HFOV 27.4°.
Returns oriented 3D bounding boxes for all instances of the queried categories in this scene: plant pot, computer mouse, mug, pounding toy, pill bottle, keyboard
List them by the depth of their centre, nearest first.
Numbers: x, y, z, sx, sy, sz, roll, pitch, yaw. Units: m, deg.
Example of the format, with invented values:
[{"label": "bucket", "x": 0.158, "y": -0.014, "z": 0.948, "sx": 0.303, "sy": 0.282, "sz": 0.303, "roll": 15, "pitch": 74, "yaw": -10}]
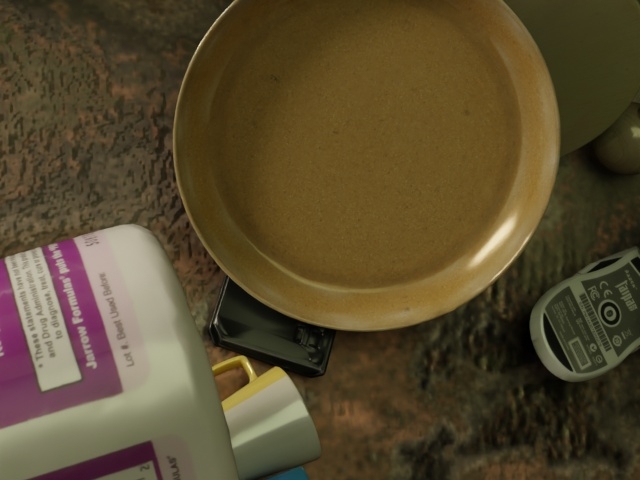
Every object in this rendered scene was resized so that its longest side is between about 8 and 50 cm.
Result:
[{"label": "pill bottle", "x": -0.204, "y": 0.110, "z": 0.641, "sx": 0.302, "sy": 0.169, "sz": 0.169, "roll": -17, "pitch": 80, "yaw": -13}, {"label": "mug", "x": -0.045, "y": 0.115, "z": 0.802, "sx": 0.064, "sy": 0.078, "sz": 0.062, "roll": -25, "pitch": 116, "yaw": -15}, {"label": "plant pot", "x": 0.028, "y": -0.061, "z": 0.810, "sx": 0.236, "sy": 0.032, "sz": 0.236, "roll": -1, "pitch": 104, "yaw": -2}, {"label": "keyboard", "x": 0.000, "y": 0.000, "z": 0.865, "sx": 0.108, "sy": 0.023, "sz": 0.180, "roll": 18, "pitch": 69, "yaw": -6}, {"label": "pounding toy", "x": 0.147, "y": -0.145, "z": 0.899, "sx": 0.237, "sy": 0.183, "sz": 0.110, "roll": 9, "pitch": 45, "yaw": -15}, {"label": "computer mouse", "x": 0.211, "y": 0.040, "z": 0.916, "sx": 0.193, "sy": 0.042, "sz": 0.106, "roll": -22, "pitch": 87, "yaw": -29}]

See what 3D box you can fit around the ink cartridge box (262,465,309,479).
[{"label": "ink cartridge box", "x": -0.096, "y": 0.231, "z": 0.728, "sx": 0.231, "sy": 0.078, "sz": 0.134, "roll": -18, "pitch": 80, "yaw": -23}]
